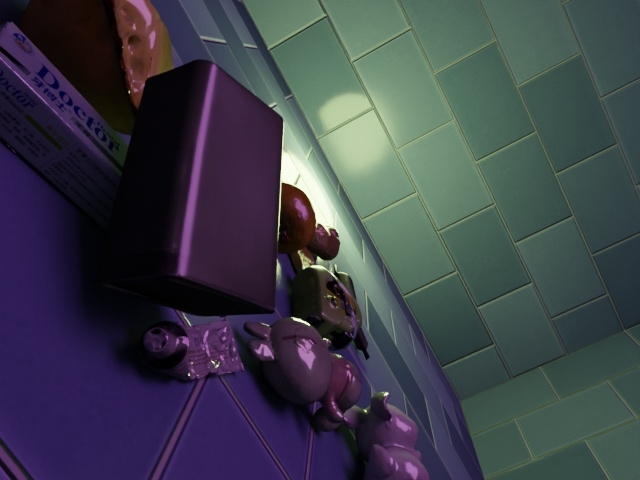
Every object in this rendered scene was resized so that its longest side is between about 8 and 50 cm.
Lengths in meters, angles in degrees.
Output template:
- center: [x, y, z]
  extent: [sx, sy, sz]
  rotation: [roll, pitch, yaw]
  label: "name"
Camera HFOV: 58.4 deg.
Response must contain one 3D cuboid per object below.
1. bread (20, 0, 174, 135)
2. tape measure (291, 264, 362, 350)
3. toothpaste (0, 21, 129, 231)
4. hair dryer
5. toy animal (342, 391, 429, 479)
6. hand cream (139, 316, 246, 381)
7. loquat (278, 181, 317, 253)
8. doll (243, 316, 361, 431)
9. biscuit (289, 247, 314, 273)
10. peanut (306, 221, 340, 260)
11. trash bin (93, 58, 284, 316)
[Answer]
- center: [-0.275, -0.253, 0.703]
  extent: [0.204, 0.163, 0.262]
  rotation: [-105, -173, -53]
  label: "bread"
- center: [0.009, 0.144, 1.219]
  extent: [0.175, 0.106, 0.200]
  rotation: [39, 20, -32]
  label: "tape measure"
- center: [-0.247, -0.076, 0.644]
  extent: [0.336, 0.067, 0.081]
  rotation: [54, 11, -41]
  label: "toothpaste"
- center: [0.082, 0.209, 1.544]
  extent: [0.195, 0.078, 0.248]
  rotation: [-93, 163, -66]
  label: "hair dryer"
- center: [0.119, 0.393, 1.080]
  extent: [0.178, 0.127, 0.193]
  rotation: [48, 21, -48]
  label: "toy animal"
- center: [-0.147, 0.126, 0.678]
  extent: [0.257, 0.050, 0.084]
  rotation: [49, 18, -77]
  label: "hand cream"
- center: [-0.077, -0.046, 1.186]
  extent: [0.163, 0.137, 0.163]
  rotation: [-9, 90, -85]
  label: "loquat"
- center: [-0.017, 0.203, 0.921]
  extent: [0.275, 0.113, 0.155]
  rotation: [54, 17, -43]
  label: "doll"
- center: [-0.082, -0.025, 1.389]
  extent: [0.234, 0.030, 0.153]
  rotation: [61, 10, -6]
  label: "biscuit"
- center: [0.000, 0.000, 1.584]
  extent: [0.214, 0.099, 0.099]
  rotation: [23, 41, -65]
  label: "peanut"
- center: [-0.130, -0.050, 0.630]
  extent: [0.164, 0.122, 0.240]
  rotation: [28, 60, -52]
  label: "trash bin"
